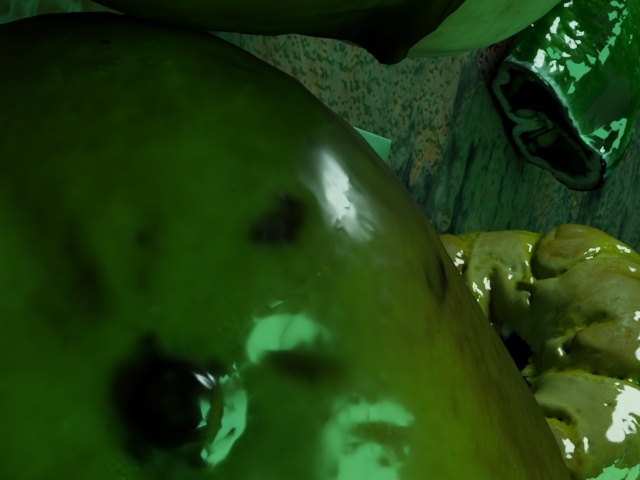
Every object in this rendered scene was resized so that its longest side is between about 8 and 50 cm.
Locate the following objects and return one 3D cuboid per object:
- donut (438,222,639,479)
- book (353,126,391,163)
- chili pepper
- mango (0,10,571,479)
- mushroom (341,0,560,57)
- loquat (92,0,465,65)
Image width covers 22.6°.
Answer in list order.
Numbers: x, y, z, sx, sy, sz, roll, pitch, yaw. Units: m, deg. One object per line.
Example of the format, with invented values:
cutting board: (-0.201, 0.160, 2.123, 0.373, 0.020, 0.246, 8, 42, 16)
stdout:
donut: (0.113, 0.104, 0.935, 0.261, 0.208, 0.128, -61, 143, -45)
book: (0.000, 0.000, 0.915, 0.103, 0.017, 0.135, 10, 93, -63)
chili pepper: (0.215, -0.183, 1.148, 0.136, 0.099, 0.270, 43, 67, -29)
mango: (-0.031, 0.082, 0.633, 0.220, 0.301, 0.445, -43, 153, -4)
mushroom: (0.069, -0.221, 0.734, 0.189, 0.195, 0.253, -27, 103, -48)
loquat: (-0.003, -0.232, 0.461, 0.328, 0.328, 0.359, -28, 102, -54)
